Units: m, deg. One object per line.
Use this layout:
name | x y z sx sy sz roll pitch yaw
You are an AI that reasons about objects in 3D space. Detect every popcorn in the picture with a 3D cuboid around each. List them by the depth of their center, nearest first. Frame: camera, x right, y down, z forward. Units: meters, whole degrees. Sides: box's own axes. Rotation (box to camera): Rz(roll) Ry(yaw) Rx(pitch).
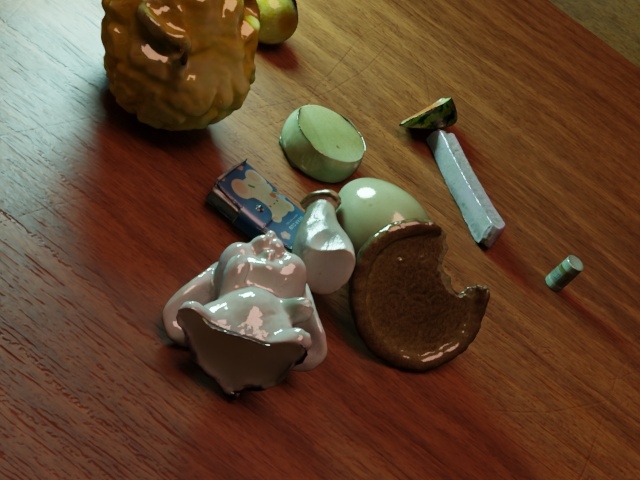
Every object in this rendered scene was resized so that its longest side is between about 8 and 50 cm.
popcorn | -0.296 -0.391 1.606 0.349 0.349 0.382 -2 14 -37

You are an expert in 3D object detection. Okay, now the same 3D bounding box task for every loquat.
loquat | -0.126 -0.552 1.994 0.163 0.137 0.163 16 61 -31

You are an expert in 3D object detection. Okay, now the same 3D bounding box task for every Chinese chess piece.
Chinese chess piece | 0.004 -0.211 1.792 0.188 0.083 0.188 23 39 -20

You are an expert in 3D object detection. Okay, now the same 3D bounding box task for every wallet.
wallet | -0.112 -0.056 1.563 0.202 0.059 0.141 42 36 1

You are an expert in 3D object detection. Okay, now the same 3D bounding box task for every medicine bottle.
medicine bottle | 0.565 0.077 1.894 0.047 0.083 0.047 19 42 -19

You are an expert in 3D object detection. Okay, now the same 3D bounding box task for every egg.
egg | 0.118 -0.013 1.583 0.189 0.188 0.253 -8 52 -40

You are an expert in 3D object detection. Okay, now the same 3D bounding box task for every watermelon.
watermelon | 0.284 -0.320 2.093 0.245 0.119 0.063 -41 122 -55

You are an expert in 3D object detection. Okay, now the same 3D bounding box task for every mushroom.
mushroom | 0.000 0.000 1.493 0.225 0.116 0.093 -102 170 -54

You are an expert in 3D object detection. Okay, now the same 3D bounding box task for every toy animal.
toy animal | -0.099 0.121 1.315 0.249 0.174 0.289 32 39 15

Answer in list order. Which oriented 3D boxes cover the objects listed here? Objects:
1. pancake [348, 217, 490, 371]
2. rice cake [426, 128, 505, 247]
pancake | 0.185 0.100 1.488 0.286 0.288 0.033 -2 11 -18
rice cake | 0.347 -0.132 1.964 0.056 0.072 0.365 5 46 -29
